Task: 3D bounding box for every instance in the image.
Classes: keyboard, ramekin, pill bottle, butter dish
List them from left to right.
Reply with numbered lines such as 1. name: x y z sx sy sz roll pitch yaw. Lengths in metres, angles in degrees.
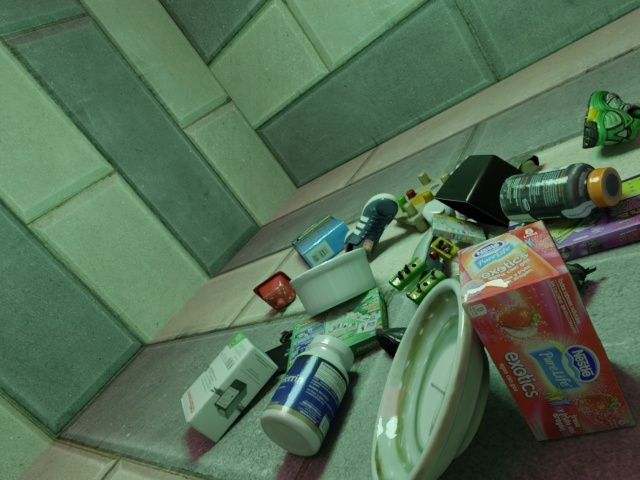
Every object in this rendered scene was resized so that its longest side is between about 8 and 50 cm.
1. butter dish: -0.177 0.234 1.791 0.160 0.160 0.118 -36 39 7
2. keyboard: -0.082 0.356 1.425 0.317 0.033 0.201 -28 24 26
3. pill bottle: -0.021 0.371 1.045 0.153 0.153 0.264 -22 21 40
4. ramekin: 0.048 0.141 1.402 0.277 0.135 0.277 -24 -8 -4
5. pill bottle: 0.578 -0.114 1.024 0.130 0.130 0.246 -44 18 -22

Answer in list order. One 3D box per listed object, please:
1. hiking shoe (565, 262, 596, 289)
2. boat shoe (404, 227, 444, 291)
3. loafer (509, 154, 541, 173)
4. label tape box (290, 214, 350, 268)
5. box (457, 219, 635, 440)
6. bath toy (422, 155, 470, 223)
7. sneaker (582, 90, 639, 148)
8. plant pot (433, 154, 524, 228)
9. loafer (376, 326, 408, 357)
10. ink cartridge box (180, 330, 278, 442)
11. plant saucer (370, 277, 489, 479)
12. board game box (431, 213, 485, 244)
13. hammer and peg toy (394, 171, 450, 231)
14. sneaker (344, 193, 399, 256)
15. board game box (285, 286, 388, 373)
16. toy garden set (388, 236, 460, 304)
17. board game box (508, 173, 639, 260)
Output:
1. hiking shoe: 0.495 0.072 0.962 0.114 0.086 0.227 -30 21 -17
2. boat shoe: 0.328 0.069 1.273 0.302 0.091 0.114 -57 -4 -45
3. loafer: 0.657 -0.217 1.357 0.087 0.094 0.251 -28 18 40
4. label tape box: 0.000 0.000 2.080 0.249 0.115 0.348 -38 14 -5
5. box: 0.342 0.143 0.656 0.142 0.300 0.154 -24 20 25
6. bath toy: 0.493 -0.149 1.459 0.348 0.129 0.151 -45 37 -23
7. sneaker: 0.891 -0.365 1.284 0.146 0.134 0.343 7 36 31
8. plant pot: 0.494 -0.155 1.267 0.167 0.188 0.187 -63 17 2
9. loafer: 0.223 0.249 1.033 0.078 0.076 0.223 -30 11 -27
10. ink cartridge box: -0.299 0.462 1.369 0.289 0.121 0.211 -49 18 -13
11. plant saucer: 0.208 0.270 0.764 0.400 0.101 0.400 22 -90 -88
12. board game box: 0.420 -0.035 1.295 0.154 0.026 0.103 12 31 7
13. hammer and peg toy: 0.393 -0.175 1.719 0.266 0.127 0.361 -38 17 -4
14. sneaker: 0.195 -0.029 1.631 0.350 0.131 0.148 120 166 -48
15. board game box: 0.050 0.278 1.272 0.317 0.046 0.213 -27 23 17
16. toy garden set: 0.326 0.095 1.077 0.204 0.049 0.244 -38 44 -15
17. board game box: 0.632 -0.040 1.022 0.347 0.056 0.208 -24 17 37
